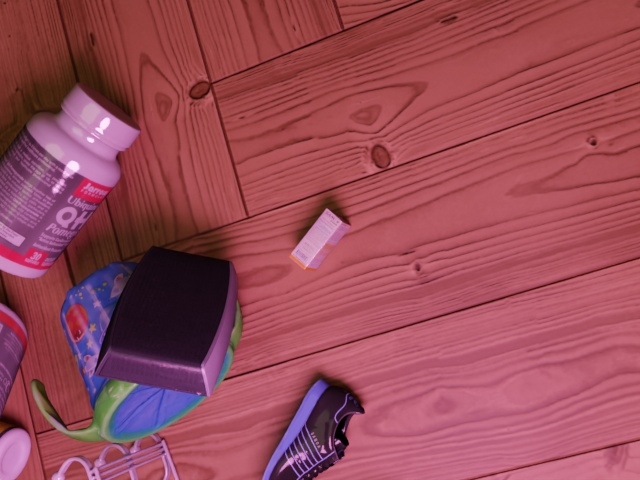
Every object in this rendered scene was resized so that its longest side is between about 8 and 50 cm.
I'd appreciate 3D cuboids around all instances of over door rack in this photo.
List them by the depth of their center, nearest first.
[{"bbox_3d":[-0.261,0.464,1.061,0.108,0.239,0.324,-37,77,9],"label":"over door rack"}]

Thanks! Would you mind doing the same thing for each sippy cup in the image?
[{"bbox_3d":[-0.294,0.161,1.114,0.224,0.305,0.240,50,127,24],"label":"sippy cup"}]

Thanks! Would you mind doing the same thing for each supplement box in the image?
[{"bbox_3d":[0.000,0.000,1.119,0.036,0.062,0.098,40,96,16],"label":"supplement box"}]

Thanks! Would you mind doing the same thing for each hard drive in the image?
[{"bbox_3d":[-0.209,0.103,1.001,0.172,0.255,0.054,12,125,-5],"label":"hard drive"}]

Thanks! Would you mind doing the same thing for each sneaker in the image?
[{"bbox_3d":[-0.016,0.337,1.088,0.090,0.081,0.232,27,92,22],"label":"sneaker"}]

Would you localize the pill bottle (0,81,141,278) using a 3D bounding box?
[{"bbox_3d":[-0.456,-0.106,1.190,0.176,0.176,0.318,42,97,14],"label":"pill bottle"}]

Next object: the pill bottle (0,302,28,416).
[{"bbox_3d":[-0.621,0.272,1.102,0.210,0.210,0.363,-13,43,14],"label":"pill bottle"}]

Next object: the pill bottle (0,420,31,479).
[{"bbox_3d":[-0.620,0.361,1.235,0.184,0.103,0.103,12,89,15],"label":"pill bottle"}]
